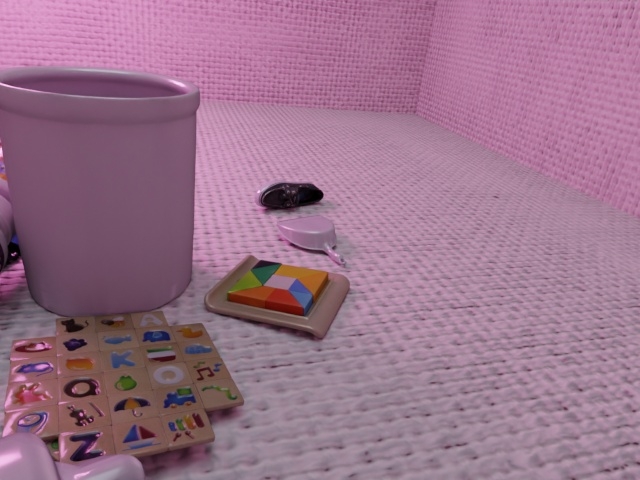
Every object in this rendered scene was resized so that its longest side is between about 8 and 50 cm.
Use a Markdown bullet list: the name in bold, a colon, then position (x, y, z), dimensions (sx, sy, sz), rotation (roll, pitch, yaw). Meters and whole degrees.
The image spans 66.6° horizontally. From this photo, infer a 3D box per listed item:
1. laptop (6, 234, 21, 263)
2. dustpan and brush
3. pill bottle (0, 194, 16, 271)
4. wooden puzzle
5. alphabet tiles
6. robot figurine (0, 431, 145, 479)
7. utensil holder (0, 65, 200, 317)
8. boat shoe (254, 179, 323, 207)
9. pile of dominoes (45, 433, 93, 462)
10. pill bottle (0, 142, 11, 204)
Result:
- **laptop**: position (-0.711, -0.051, 0.956), dimensions (0.234, 0.137, 0.264), rotation (21, 18, 5)
- **dustpan and brush**: position (0.000, 0.000, 1.199), dimensions (0.147, 0.060, 0.211), rotation (-11, 23, -32)
- **pill bottle**: position (-0.608, 0.036, 0.758), dimensions (0.169, 0.169, 0.301), rotation (5, 34, -5)
- **wooden puzzle**: position (-0.076, 0.095, 0.970), dimensions (0.238, 0.044, 0.221), rotation (13, 25, 13)
- **alphabet tiles**: position (-0.282, 0.189, 0.700), dimensions (0.285, 0.011, 0.342), rotation (-1, 21, -29)
- **robot figurine**: position (-0.295, 0.266, 0.326), dimensions (0.353, 0.200, 0.300), rotation (-9, 71, -37)
- **utensil holder**: position (-0.389, -0.099, 0.899), dimensions (0.327, 0.386, 0.328), rotation (5, 25, -2)
- **boat shoe**: position (-0.083, -0.128, 1.425), dimensions (0.228, 0.080, 0.076), rotation (-7, 26, -44)
- **pile of dominoes**: position (-0.356, 0.289, 0.481), dimensions (0.196, 0.040, 0.251), rotation (19, 27, 24)
- **pill bottle**: position (-0.605, -0.143, 0.984), dimensions (0.121, 0.121, 0.216), rotation (6, 44, -1)
